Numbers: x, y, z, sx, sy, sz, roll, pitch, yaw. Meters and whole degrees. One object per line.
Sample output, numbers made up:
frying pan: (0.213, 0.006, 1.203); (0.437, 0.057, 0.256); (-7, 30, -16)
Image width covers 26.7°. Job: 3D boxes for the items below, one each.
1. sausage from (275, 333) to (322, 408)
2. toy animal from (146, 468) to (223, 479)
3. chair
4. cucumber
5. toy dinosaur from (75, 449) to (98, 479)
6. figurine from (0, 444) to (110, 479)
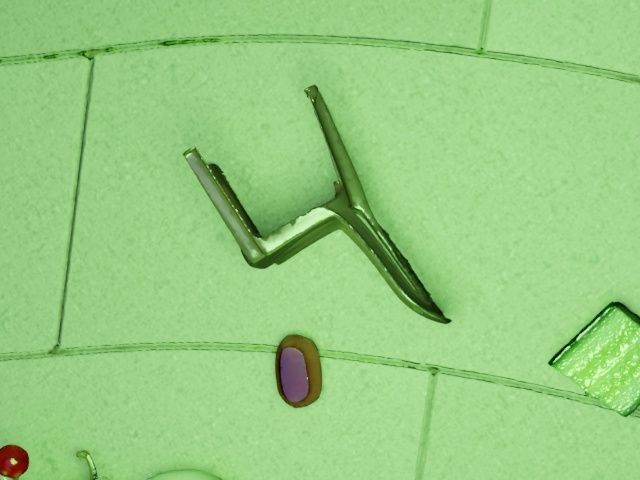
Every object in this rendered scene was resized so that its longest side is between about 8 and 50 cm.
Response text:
sausage: (-0.027, 0.166, 1.712); (0.059, 0.054, 0.094); (-5, 93, 9)
toy animal: (-0.162, 0.475, 1.695); (0.257, 0.194, 0.357); (17, 89, 31)
chair: (0.000, 0.000, 1.639); (0.183, 0.175, 0.326); (-29, 83, 1)
cucumber: (0.356, 0.145, 1.646); (0.116, 0.062, 0.115); (44, 101, -3)
toy dinosaur: (-0.276, 0.357, 1.772); (0.058, 0.037, 0.180); (-36, 107, 3)
figurine: (-0.402, 0.375, 1.734); (0.186, 0.176, 0.287); (49, 119, 22)
